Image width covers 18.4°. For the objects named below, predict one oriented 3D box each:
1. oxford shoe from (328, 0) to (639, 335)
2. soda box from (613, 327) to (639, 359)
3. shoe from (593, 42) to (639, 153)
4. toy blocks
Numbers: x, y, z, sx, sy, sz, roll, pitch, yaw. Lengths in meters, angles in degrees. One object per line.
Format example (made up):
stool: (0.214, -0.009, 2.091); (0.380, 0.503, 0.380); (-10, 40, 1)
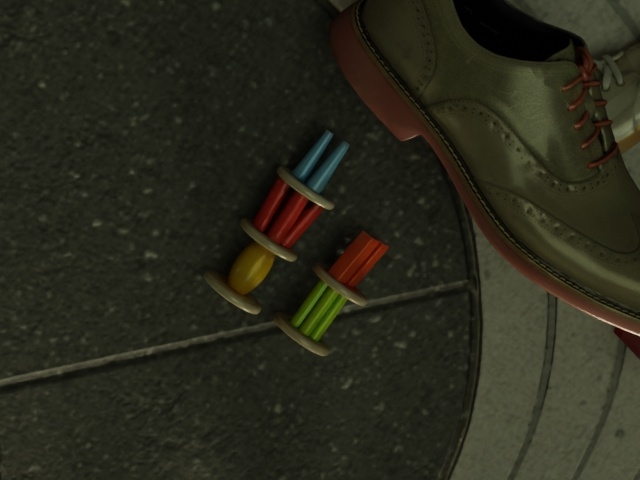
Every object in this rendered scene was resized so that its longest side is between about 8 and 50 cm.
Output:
oxford shoe: (0.164, -0.072, 1.422); (0.348, 0.123, 0.130); (43, 125, -2)
soda box: (0.356, 0.002, 1.603); (0.083, 0.092, 0.263); (28, 101, -23)
shoe: (0.198, -0.093, 1.528); (0.219, 0.076, 0.058); (-40, 121, 4)
toy blocks: (0.000, 0.000, 1.519); (0.123, 0.054, 0.148); (32, 99, -24)
